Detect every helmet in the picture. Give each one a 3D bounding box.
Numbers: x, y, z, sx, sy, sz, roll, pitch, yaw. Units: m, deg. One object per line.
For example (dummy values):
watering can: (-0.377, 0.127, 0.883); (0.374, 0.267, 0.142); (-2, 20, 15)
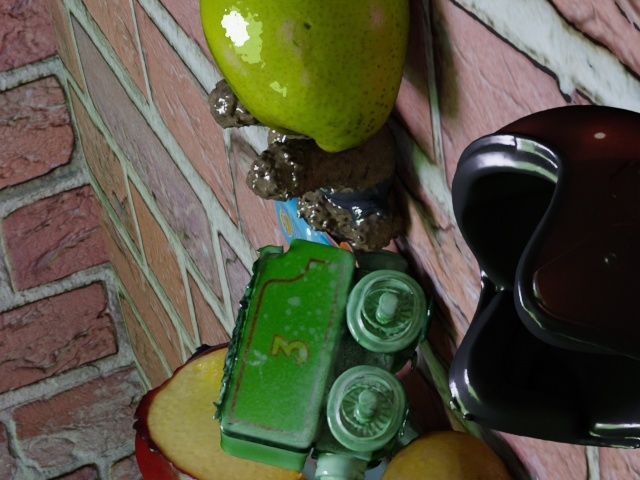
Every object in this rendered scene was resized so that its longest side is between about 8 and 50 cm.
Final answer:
helmet: (0.166, 0.022, 1.007); (0.216, 0.193, 0.189); (54, 159, 15)

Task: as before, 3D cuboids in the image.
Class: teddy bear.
teddy bear: (0.012, -0.071, 1.580); (0.251, 0.129, 0.182); (40, -157, -60)

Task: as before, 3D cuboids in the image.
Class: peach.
peach: (-0.089, 0.300, 2.217); (0.362, 0.258, 0.201); (30, 141, 48)

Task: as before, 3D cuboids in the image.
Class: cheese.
cheese: (0.000, 0.000, 1.910); (0.256, 0.037, 0.106); (46, 153, 55)

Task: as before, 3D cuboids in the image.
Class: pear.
pear: (-0.013, -0.180, 1.431); (0.187, 0.187, 0.219); (170, 83, -75)

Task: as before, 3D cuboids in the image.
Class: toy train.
toy train: (0.003, 0.118, 1.651); (0.132, 0.188, 0.243); (102, -177, -72)

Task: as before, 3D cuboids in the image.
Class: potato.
potato: (0.116, 0.259, 1.595); (0.203, 0.178, 0.158); (85, 179, -78)

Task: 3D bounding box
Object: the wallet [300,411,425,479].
wallet: (0.050, 0.258, 1.885); (0.252, 0.083, 0.360); (52, 163, 3)
